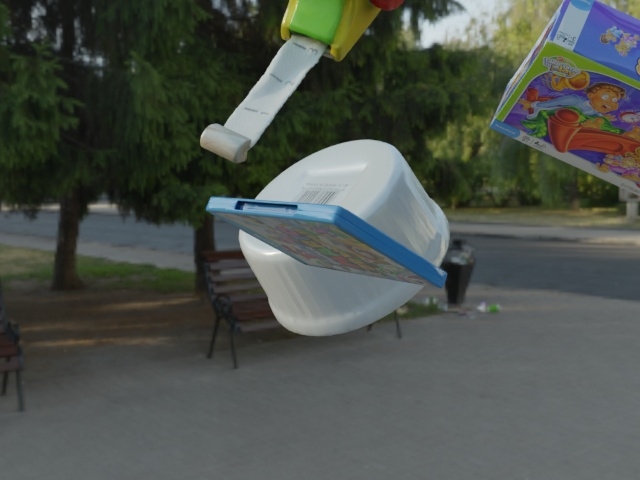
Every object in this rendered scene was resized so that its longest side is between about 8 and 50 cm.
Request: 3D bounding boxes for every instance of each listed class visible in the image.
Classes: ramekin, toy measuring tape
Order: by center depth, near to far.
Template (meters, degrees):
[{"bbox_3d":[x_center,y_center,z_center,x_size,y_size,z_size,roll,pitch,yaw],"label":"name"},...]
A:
[{"bbox_3d":[-0.002,-0.212,0.638,0.121,0.121,0.330,4,49,42],"label":"toy measuring tape"},{"bbox_3d":[0.024,-0.016,1.021,0.277,0.135,0.277,-23,31,15],"label":"ramekin"}]

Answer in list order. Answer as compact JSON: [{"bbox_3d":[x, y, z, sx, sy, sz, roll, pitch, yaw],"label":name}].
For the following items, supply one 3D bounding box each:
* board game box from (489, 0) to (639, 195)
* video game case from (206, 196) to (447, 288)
[{"bbox_3d":[0.412,-0.146,0.927,0.347,0.078,0.233,25,-15,4],"label":"board game box"},{"bbox_3d":[0.000,0.000,0.580,0.119,0.015,0.166,30,-13,-37],"label":"video game case"}]
